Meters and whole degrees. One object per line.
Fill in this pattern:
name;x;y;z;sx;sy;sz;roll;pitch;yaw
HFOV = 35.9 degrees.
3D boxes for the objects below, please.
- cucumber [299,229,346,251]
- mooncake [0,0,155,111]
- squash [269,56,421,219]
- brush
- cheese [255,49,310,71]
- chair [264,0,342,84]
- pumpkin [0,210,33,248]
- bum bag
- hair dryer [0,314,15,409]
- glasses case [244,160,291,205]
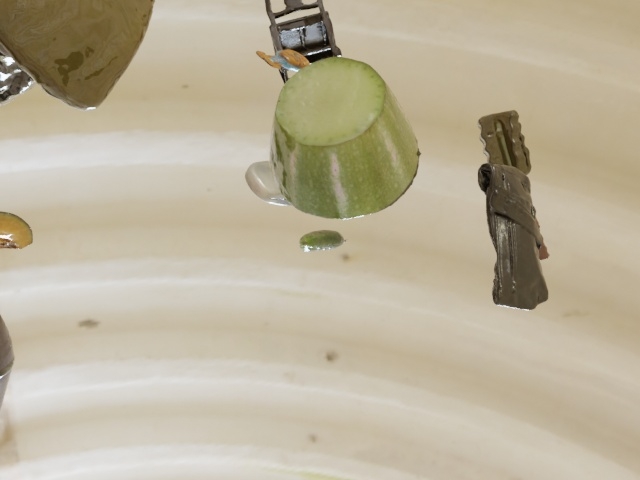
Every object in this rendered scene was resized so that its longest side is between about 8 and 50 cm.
cucumber;0.000;0.000;1.716;0.039;0.168;0.039;2;-86;27
mooncake;-0.460;-0.332;1.501;0.246;0.394;0.393;46;26;-32
squash;0.018;-0.116;1.067;0.123;0.170;0.170;70;-1;-58
brush;0.376;-0.099;1.876;0.084;0.071;0.301;-11;-76;36
cheese;-0.044;-0.227;1.245;0.047;0.111;0.017;37;-67;16
chair;-0.034;-0.355;1.637;0.113;0.106;0.229;78;-1;-63
pumpkin;-0.667;0.000;1.792;0.130;0.254;0.149;29;-40;27
bum bag;0.316;-0.007;1.627;0.060;0.123;0.249;-14;-109;49
hair dryer;-0.726;0.209;1.839;0.361;0.121;0.301;25;-56;19
glasses case;-0.044;-0.095;1.637;0.049;0.197;0.076;-51;-119;31
